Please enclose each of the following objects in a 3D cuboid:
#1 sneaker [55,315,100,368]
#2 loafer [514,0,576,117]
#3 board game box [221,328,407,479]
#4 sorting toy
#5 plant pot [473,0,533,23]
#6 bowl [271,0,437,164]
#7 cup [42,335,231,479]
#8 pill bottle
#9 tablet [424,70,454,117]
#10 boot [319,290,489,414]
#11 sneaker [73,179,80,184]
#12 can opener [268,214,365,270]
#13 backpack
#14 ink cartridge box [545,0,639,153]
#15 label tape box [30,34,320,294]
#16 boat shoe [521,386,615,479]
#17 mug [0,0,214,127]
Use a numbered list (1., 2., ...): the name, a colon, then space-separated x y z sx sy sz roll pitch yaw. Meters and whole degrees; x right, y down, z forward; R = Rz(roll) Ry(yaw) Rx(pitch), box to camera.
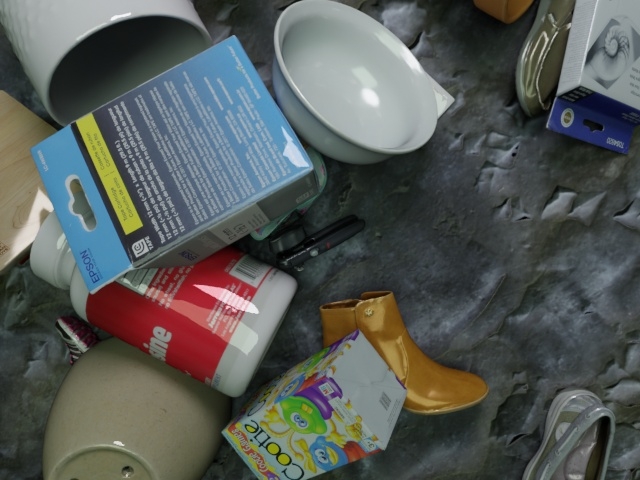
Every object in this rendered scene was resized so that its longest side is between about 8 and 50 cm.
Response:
1. sneaker: -0.473 0.228 0.926 0.074 0.063 0.170 -40 96 1
2. loafer: 0.395 -0.329 0.772 0.087 0.094 0.251 19 98 40
3. board game box: -0.013 0.296 0.806 0.275 0.144 0.142 -38 91 31
4. sorting toy: -0.564 -0.097 0.837 0.255 0.089 0.257 37 61 -2
5. plant pot: 0.268 -0.511 0.699 0.203 0.291 0.291 33 98 17
6. bowl: 0.036 -0.235 0.773 0.298 0.298 0.134 47 140 -1
7. cup: -0.331 0.356 0.812 0.330 0.237 0.331 -1 101 -6
8. pill bottle: -0.263 0.080 0.812 0.407 0.229 0.229 27 97 2
9. tablet: 0.196 -0.264 0.851 0.083 0.006 0.054 43 98 0
10. boot: 0.148 0.195 0.847 0.294 0.104 0.211 -5 101 11
11. sneaker: -0.305 -0.169 0.846 0.290 0.123 0.106 -21 92 -25
12. can opener: 0.000 0.000 0.839 0.186 0.059 0.073 -20 131 -18
13. backpack: -0.080 -0.110 0.824 0.188 0.144 0.166 -36 87 -1
14. ink cartridge box: 0.480 -0.270 0.757 0.223 0.045 0.224 6 98 -27
15. label tape box: -0.210 -0.105 0.700 0.347 0.115 0.249 -30 76 0
16. boat shoe: 0.453 0.433 0.849 0.118 0.103 0.321 14 96 3
17. mug: -0.343 -0.408 0.721 0.374 0.276 0.328 -39 79 43
